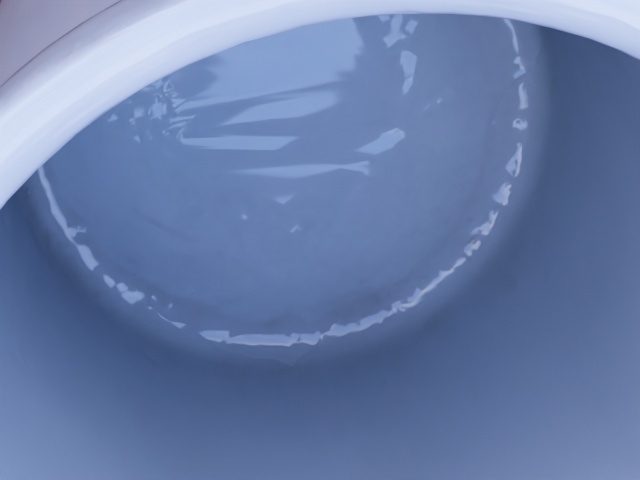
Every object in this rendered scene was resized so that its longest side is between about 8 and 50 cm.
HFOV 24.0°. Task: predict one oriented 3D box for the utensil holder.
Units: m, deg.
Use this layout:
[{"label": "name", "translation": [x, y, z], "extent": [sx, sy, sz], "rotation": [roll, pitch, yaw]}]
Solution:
[{"label": "utensil holder", "translation": [0.000, 0.000, 0.612], "extent": [0.327, 0.385, 0.328], "rotation": [-3, 114, -6]}]
